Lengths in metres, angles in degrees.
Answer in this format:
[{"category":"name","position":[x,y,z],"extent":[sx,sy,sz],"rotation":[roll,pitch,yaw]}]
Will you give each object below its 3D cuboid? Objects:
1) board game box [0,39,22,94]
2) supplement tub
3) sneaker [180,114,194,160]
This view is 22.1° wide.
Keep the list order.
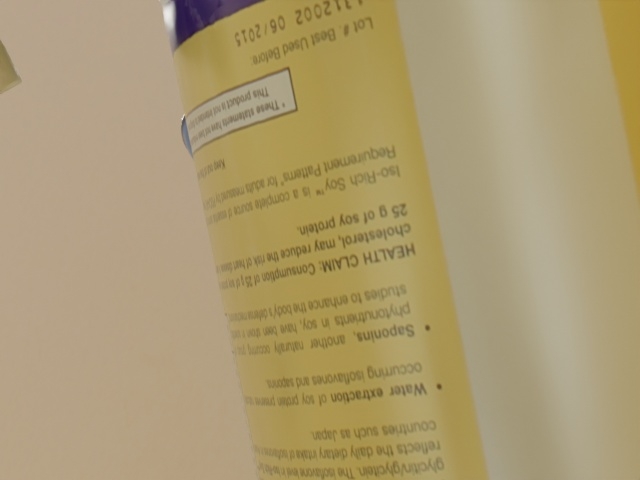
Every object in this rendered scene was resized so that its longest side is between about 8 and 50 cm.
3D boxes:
[{"category":"board game box","position":[-0.248,-0.219,0.625],"extent":[0.050,0.390,0.390],"rotation":[-32,-78,-9]},{"category":"supplement tub","position":[0.095,0.038,0.482],"extent":[0.241,0.241,0.331],"rotation":[-11,-91,-25]},{"category":"sneaker","position":[0.000,0.000,0.639],"extent":[0.144,0.053,0.059],"rotation":[46,-151,-14]}]
